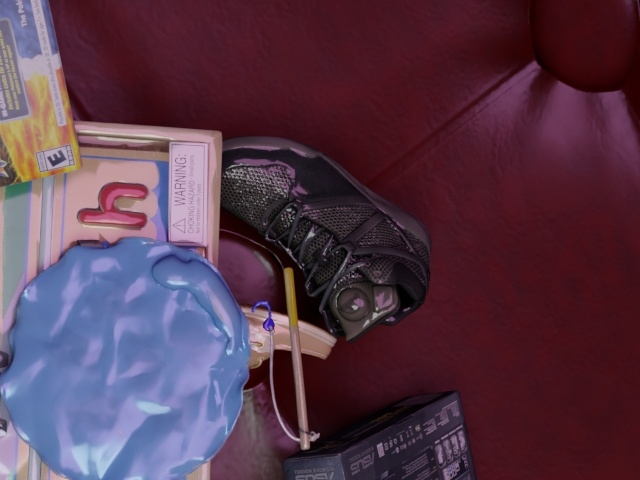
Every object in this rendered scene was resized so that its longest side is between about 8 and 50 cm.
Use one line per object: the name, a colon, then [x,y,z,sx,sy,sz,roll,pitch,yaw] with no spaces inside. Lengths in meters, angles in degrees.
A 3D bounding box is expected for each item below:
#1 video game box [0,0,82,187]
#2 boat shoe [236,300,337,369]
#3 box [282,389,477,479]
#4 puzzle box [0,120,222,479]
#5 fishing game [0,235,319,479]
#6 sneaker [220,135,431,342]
video game box: [-0.270,-0.122,0.788,0.187,0.048,0.205,-13,125,-12]
boat shoe: [-0.071,0.081,0.983,0.170,0.063,0.059,15,83,-13]
box: [0.065,0.238,0.969,0.232,0.059,0.183,-13,91,-59]
puzzle box: [-0.217,0.109,0.887,0.272,0.052,0.409,2,85,-13]
fishing game: [-0.142,0.088,0.861,0.264,0.041,0.189,-9,80,-9]
sneaker: [0.000,0.000,0.983,0.227,0.087,0.130,31,32,-22]
